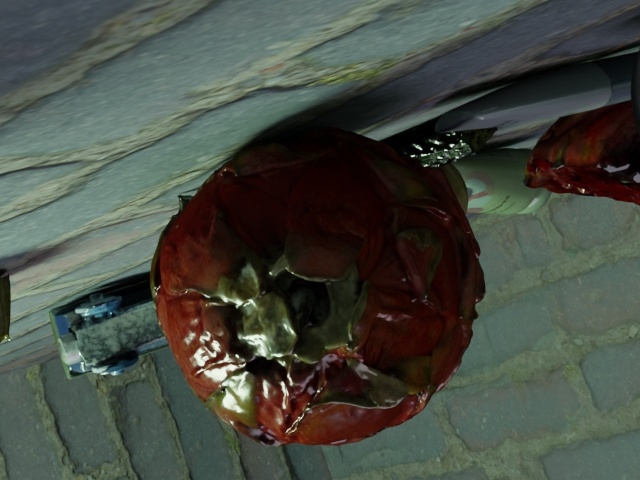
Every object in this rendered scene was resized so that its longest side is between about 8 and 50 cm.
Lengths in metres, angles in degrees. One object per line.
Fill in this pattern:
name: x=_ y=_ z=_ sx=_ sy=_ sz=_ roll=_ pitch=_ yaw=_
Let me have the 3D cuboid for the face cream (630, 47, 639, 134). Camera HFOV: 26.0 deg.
face cream: x=0.371 y=-0.129 z=1.175 sx=0.177 sy=0.177 sz=0.153 roll=-21 pitch=174 yaw=35

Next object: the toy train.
toy train: x=-0.254 y=0.112 z=2.058 sx=0.299 sy=0.131 sz=0.202 roll=-17 pitch=-177 yaw=-20

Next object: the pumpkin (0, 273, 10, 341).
pumpkin: x=-0.402 y=0.106 z=1.391 sx=0.217 sy=0.110 sz=0.217 roll=-23 pitch=172 yaw=-3

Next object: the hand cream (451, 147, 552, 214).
hand cream: x=0.198 y=-0.082 z=1.851 sx=0.147 sy=0.093 sz=0.305 roll=-22 pitch=166 yaw=42

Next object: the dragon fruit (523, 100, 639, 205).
dragon fruit: x=0.357 y=-0.148 z=1.591 sx=0.286 sy=0.228 sz=0.329 roll=18 pitch=-179 yaw=-25

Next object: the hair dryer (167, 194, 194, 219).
hair dryer: x=-0.083 y=-0.020 z=1.448 sx=0.267 sy=0.092 sz=0.229 roll=7 pitch=174 yaw=-31

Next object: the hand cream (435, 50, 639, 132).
hand cream: x=0.228 y=-0.139 z=1.313 sx=0.255 sy=0.048 sz=0.079 roll=-16 pitch=177 yaw=-23

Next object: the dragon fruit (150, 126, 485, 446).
dragon fruit: x=-0.001 y=0.042 z=1.163 sx=0.277 sy=0.277 sz=0.342 roll=-21 pitch=178 yaw=25

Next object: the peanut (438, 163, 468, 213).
peanut: x=0.075 y=-0.029 z=1.564 sx=0.111 sy=0.125 sz=0.274 roll=-14 pitch=175 yaw=-27

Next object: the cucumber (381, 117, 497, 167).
cucumber: x=0.092 y=-0.089 z=1.398 sx=0.181 sy=0.053 sz=0.053 roll=-18 pitch=177 yaw=32
